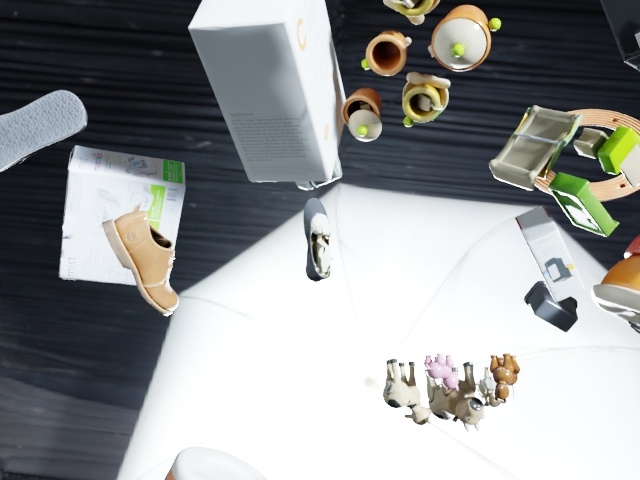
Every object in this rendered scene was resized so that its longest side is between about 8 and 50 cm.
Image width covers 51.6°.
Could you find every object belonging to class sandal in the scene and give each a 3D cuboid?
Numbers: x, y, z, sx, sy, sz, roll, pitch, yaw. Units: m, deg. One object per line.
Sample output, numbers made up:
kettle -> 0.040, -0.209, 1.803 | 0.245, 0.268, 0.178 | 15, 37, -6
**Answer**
sandal -> -0.485, -0.154, 1.025 | 0.054, 0.254, 0.097 | 171, -100, -78

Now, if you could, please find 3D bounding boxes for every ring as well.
ring -> 0.682, -0.215, 1.686 | 0.032, 0.336, 0.336 | 69, 23, -47

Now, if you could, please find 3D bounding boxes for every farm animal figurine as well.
farm animal figurine -> 0.316, 0.382, 1.614 | 0.327, 0.330, 0.172 | 74, 13, -71

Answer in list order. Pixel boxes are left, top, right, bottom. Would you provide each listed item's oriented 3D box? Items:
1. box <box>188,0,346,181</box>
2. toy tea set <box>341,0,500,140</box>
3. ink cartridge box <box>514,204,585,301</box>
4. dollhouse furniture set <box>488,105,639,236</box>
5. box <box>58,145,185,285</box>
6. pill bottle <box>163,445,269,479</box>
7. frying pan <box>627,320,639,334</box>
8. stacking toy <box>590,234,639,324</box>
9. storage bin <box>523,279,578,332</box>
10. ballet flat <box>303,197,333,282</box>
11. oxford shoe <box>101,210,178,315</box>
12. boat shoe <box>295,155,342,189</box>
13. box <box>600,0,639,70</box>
box -> -0.074, -0.299, 1.187 | 0.345, 0.168, 0.215 | 73, 23, -48
toy tea set -> 0.156, -0.294, 1.157 | 0.124, 0.200, 0.336 | -65, -178, -49
ink cartridge box -> 0.512, 0.029, 1.482 | 0.175, 0.072, 0.127 | 57, 17, -23
dollhouse furniture set -> 0.564, -0.168, 1.511 | 0.197, 0.151, 0.301 | -52, -147, -2
box -> -0.423, -0.043, 1.410 | 0.127, 0.231, 0.262 | -110, -149, -57
pill bottle -> -0.251, 0.607, 1.223 | 0.392, 0.224, 0.224 | -62, 177, 0
frying pan -> 0.783, 0.266, 1.366 | 0.197, 0.326, 0.053 | 17, -101, 53
stacking toy -> 0.948, 0.011, 1.711 | 0.350, 0.350, 0.480 | 68, 45, -84
storage bin -> 0.628, 0.179, 1.771 | 0.098, 0.135, 0.091 | -58, -175, 24
ballet flat -> 0.000, 0.000, 1.574 | 0.074, 0.074, 0.203 | -49, 140, -85
oxford shoe -> -0.247, 0.039, 0.992 | 0.076, 0.076, 0.212 | 57, -12, 39
boat shoe -> -0.014, -0.284, 1.492 | 0.121, 0.119, 0.335 | 0, 80, -74
box -> 0.852, -0.611, 1.804 | 0.184, 0.103, 0.261 | -6, 76, -49
